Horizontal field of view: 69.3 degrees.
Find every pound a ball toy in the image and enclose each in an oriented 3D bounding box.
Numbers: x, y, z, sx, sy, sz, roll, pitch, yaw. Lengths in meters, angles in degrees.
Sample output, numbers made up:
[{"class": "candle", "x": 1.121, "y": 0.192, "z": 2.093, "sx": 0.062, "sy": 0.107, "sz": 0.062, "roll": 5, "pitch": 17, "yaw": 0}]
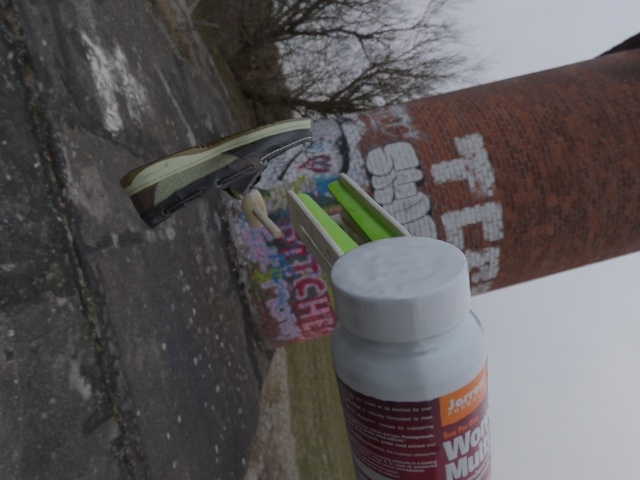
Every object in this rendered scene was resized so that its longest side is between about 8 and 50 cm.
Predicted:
[{"class": "pound a ball toy", "x": 0.000, "y": 0.000, "z": 0.847, "sx": 0.319, "sy": 0.208, "sz": 0.135, "roll": -129, "pitch": -156, "yaw": -52}]

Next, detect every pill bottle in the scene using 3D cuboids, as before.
[{"class": "pill bottle", "x": 0.075, "y": 0.117, "z": 0.381, "sx": 0.121, "sy": 0.121, "sz": 0.221, "roll": -114, "pitch": -167, "yaw": -66}]

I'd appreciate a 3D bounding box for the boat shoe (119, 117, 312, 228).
[{"class": "boat shoe", "x": -0.072, "y": -0.055, "z": 0.361, "sx": 0.049, "sy": 0.152, "sz": 0.056, "roll": 70, "pitch": -16, "yaw": -13}]
